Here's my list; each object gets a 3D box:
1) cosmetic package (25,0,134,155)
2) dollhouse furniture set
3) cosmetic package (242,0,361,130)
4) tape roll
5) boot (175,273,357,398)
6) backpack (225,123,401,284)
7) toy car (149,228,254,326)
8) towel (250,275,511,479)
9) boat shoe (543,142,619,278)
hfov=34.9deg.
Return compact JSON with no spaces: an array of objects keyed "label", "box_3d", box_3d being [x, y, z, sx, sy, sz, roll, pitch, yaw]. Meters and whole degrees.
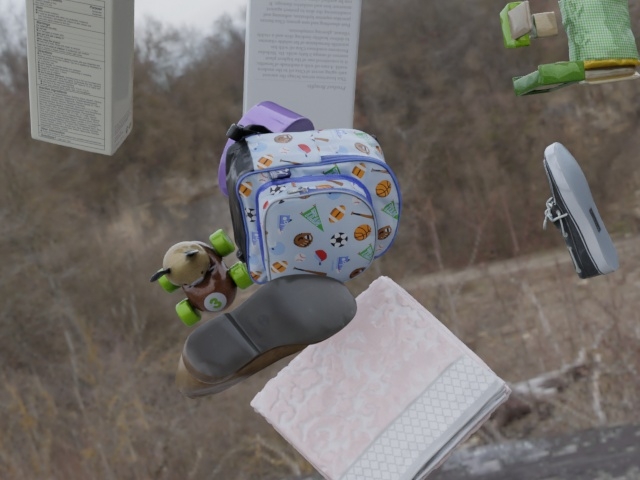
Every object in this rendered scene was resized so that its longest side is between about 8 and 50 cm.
[{"label":"cosmetic package","box_3d":[-0.413,-0.316,1.762,0.160,0.309,0.113,13,35,5]},{"label":"dollhouse furniture set","box_3d":[0.552,-0.424,2.122,0.302,0.197,0.151,-9,0,-13]},{"label":"cosmetic package","box_3d":[-0.039,-0.448,2.103,0.230,0.453,0.161,2,18,-7]},{"label":"tape roll","box_3d":[-0.093,-0.144,1.790,0.080,0.189,0.189,26,28,19]},{"label":"boot","box_3d":[-0.081,0.138,1.480,0.305,0.112,0.115,-22,-23,-35]},{"label":"backpack","box_3d":[-0.004,-0.056,1.621,0.263,0.276,0.213,-15,45,-13]},{"label":"toy car","box_3d":[-0.235,0.060,1.873,0.155,0.149,0.188,-34,-15,6]},{"label":"towel","box_3d":[0.099,0.260,1.720,0.332,0.053,0.317,-42,61,-14]},{"label":"boat shoe","box_3d":[0.540,-0.060,2.214,0.105,0.306,0.113,-21,13,35]}]
